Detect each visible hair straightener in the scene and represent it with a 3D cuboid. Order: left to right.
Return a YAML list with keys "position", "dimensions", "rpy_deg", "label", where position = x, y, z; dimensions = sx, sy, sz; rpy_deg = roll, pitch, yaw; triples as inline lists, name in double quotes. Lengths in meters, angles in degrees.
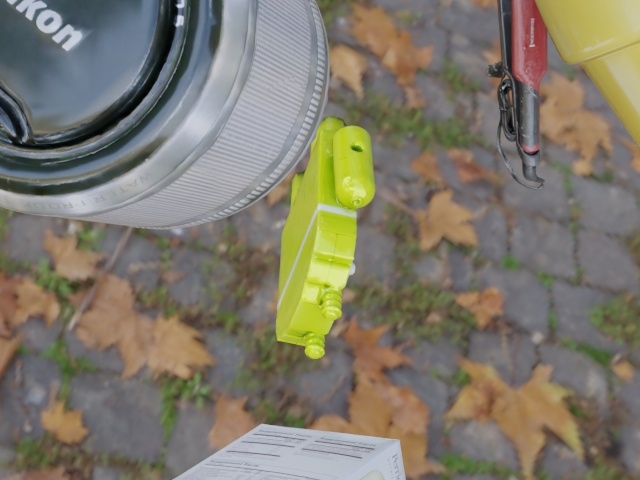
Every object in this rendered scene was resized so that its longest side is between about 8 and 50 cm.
- position: [0.213, -0.165, 1.595]
  dimensions: [0.047, 0.230, 0.089]
  rpy_deg: [-14, 21, -13]
  label: "hair straightener"

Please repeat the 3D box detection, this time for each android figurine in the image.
- position: [0.000, 0.000, 1.607]
  dimensions: [0.056, 0.248, 0.273]
  rpy_deg: [12, 42, -12]
  label: "android figurine"

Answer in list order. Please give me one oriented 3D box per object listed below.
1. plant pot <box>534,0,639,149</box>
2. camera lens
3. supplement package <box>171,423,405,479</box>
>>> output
- position: [0.346, -0.171, 1.341]
  dimensions: [0.254, 0.254, 0.239]
  rpy_deg: [-27, 96, -42]
  label: "plant pot"
- position: [-0.119, -0.119, 0.929]
  dimensions: [0.219, 0.219, 0.274]
  rpy_deg: [41, 8, 12]
  label: "camera lens"
- position: [-0.049, 0.344, 1.631]
  dimensions: [0.198, 0.199, 0.262]
  rpy_deg: [1, 17, 36]
  label: "supplement package"
